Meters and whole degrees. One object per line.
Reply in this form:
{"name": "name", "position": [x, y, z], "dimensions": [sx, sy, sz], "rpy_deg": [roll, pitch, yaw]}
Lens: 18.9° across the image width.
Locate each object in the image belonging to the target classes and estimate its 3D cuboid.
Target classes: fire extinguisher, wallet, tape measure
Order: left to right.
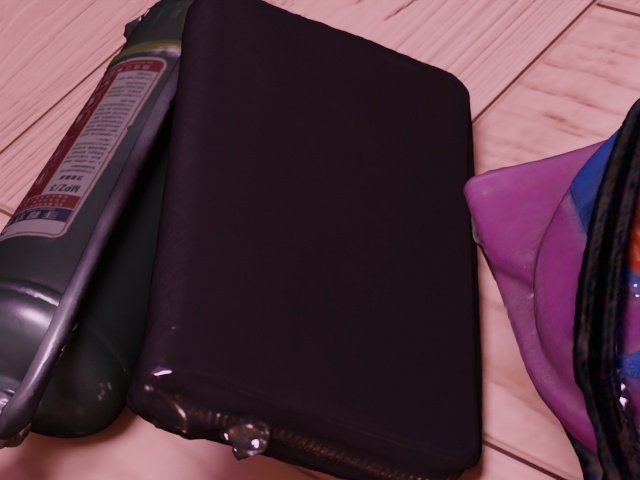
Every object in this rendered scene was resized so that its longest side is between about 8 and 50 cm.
{"name": "fire extinguisher", "position": [-0.104, 0.010, 0.876], "dimensions": [0.118, 0.093, 0.294], "rpy_deg": [-41, 17, 51]}
{"name": "wallet", "position": [0.000, 0.000, 0.814], "dimensions": [0.149, 0.044, 0.250], "rpy_deg": [17, 44, -16]}
{"name": "tape measure", "position": [0.183, 0.021, 0.677], "dimensions": [0.231, 0.149, 0.245], "rpy_deg": [-22, 31, 9]}
